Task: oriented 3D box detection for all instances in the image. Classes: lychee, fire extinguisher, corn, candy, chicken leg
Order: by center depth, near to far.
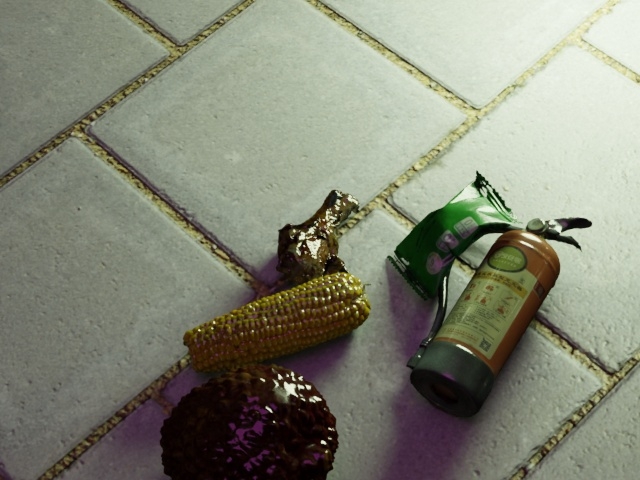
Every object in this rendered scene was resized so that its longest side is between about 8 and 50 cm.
[{"bbox_3d":[-0.103,0.286,1.942,0.271,0.236,0.236,-3,51,33],"label":"lychee"},{"bbox_3d":[-0.056,0.127,2.123,0.310,0.101,0.101,-19,56,-11],"label":"corn"},{"bbox_3d":[0.249,0.079,2.124,0.200,0.113,0.376,26,61,21],"label":"fire extinguisher"},{"bbox_3d":[0.200,-0.010,2.170,0.203,0.078,0.141,-43,24,7],"label":"candy"},{"bbox_3d":[-0.008,-0.001,2.231,0.125,0.080,0.196,11,49,0],"label":"chicken leg"}]
